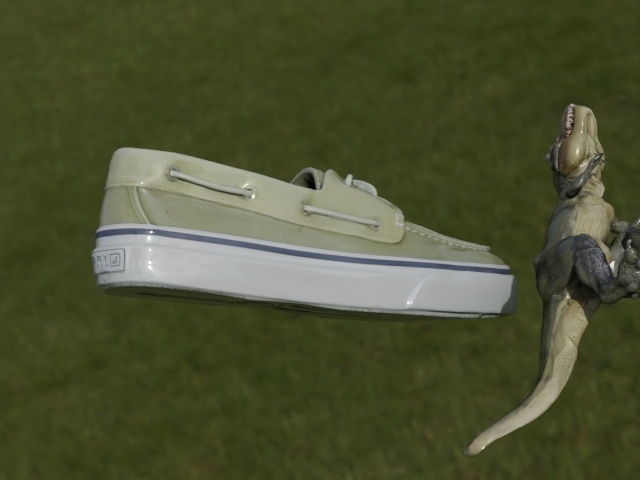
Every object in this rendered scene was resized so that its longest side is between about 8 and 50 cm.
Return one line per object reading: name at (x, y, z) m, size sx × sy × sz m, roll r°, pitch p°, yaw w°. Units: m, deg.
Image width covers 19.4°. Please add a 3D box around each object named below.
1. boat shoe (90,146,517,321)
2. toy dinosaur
boat shoe at (0.000, 0.000, 1.208) m, size 0.302 × 0.094 × 0.109 m, roll 7°, pitch -7°, yaw -30°
toy dinosaur at (0.165, 0.013, 1.111) m, size 0.118 × 0.064 × 0.268 m, roll -27°, pitch 30°, yaw 41°
